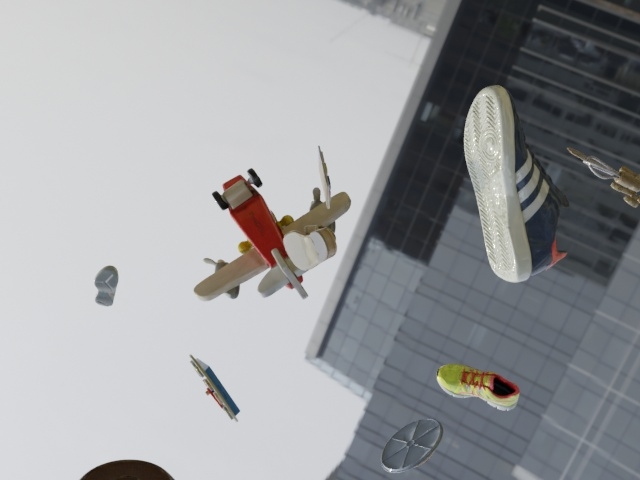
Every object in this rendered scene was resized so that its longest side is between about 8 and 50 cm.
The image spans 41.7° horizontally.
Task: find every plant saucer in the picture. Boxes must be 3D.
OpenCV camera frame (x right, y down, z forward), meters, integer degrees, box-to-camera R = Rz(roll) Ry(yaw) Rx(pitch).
[{"bbox_3d":[-0.287,0.368,1.235,0.168,0.029,0.168,5,-162,-2],"label":"plant saucer"}]

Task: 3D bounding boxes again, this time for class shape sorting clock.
[{"bbox_3d":[-0.270,0.370,2.096,0.040,0.206,0.206,-36,-136,-17],"label":"shape sorting clock"}]

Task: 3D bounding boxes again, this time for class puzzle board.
[{"bbox_3d":[0.010,-0.136,1.818,0.011,0.096,0.128,-11,160,-3],"label":"puzzle board"}]

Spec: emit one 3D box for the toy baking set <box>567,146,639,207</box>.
[{"bbox_3d":[0.617,-0.114,1.671,0.196,0.030,0.256,4,-144,-46],"label":"toy baking set"}]

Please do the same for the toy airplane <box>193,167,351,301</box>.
[{"bbox_3d":[-0.130,0.015,2.335,0.386,0.385,0.272,8,159,16],"label":"toy airplane"}]

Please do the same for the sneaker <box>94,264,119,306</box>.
[{"bbox_3d":[-0.493,0.092,1.940,0.053,0.152,0.061,15,-126,-11],"label":"sneaker"}]

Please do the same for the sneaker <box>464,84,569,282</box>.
[{"bbox_3d":[0.360,-0.108,1.497,0.148,0.350,0.131,-15,-166,-20],"label":"sneaker"}]

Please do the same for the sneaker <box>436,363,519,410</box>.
[{"bbox_3d":[0.382,0.338,2.010,0.208,0.082,0.094,16,153,2],"label":"sneaker"}]

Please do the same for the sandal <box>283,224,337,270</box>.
[{"bbox_3d":[0.002,0.006,1.715,0.079,0.088,0.240,-21,-177,-21],"label":"sandal"}]

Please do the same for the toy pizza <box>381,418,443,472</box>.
[{"bbox_3d":[0.257,0.572,2.327,0.032,0.201,0.201,55,-171,-16],"label":"toy pizza"}]
